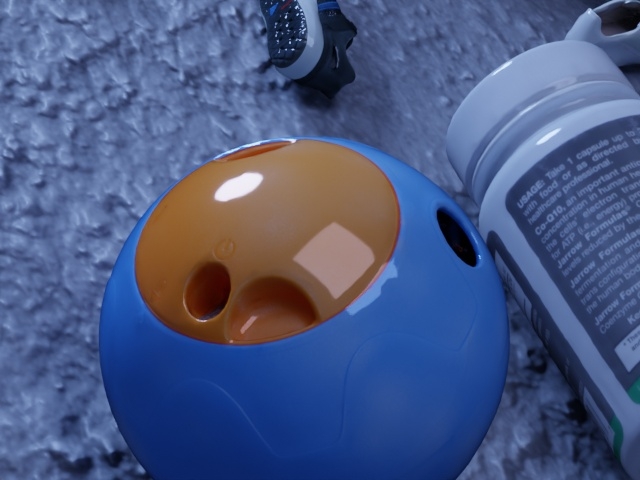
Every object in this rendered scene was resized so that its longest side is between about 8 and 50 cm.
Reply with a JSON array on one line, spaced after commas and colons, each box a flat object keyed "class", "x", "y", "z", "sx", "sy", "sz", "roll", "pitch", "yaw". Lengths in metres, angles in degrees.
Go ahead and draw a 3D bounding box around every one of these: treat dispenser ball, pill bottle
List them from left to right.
[{"class": "treat dispenser ball", "x": -0.012, "y": 0.069, "z": 1.329, "sx": 0.288, "sy": 0.288, "sz": 0.288, "roll": 13, "pitch": 42, "yaw": -13}, {"class": "pill bottle", "x": 0.260, "y": 0.013, "z": 1.579, "sx": 0.204, "sy": 0.204, "sz": 0.361, "roll": -7, "pitch": 51, "yaw": -31}]

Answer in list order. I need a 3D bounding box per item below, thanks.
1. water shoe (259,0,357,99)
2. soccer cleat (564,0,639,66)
[{"class": "water shoe", "x": -0.009, "y": -0.209, "z": 1.799, "sx": 0.080, "sy": 0.073, "sz": 0.203, "roll": 36, "pitch": 34, "yaw": -29}, {"class": "soccer cleat", "x": 0.332, "y": -0.218, "z": 1.949, "sx": 0.196, "sy": 0.076, "sz": 0.068, "roll": -16, "pitch": 55, "yaw": -37}]
